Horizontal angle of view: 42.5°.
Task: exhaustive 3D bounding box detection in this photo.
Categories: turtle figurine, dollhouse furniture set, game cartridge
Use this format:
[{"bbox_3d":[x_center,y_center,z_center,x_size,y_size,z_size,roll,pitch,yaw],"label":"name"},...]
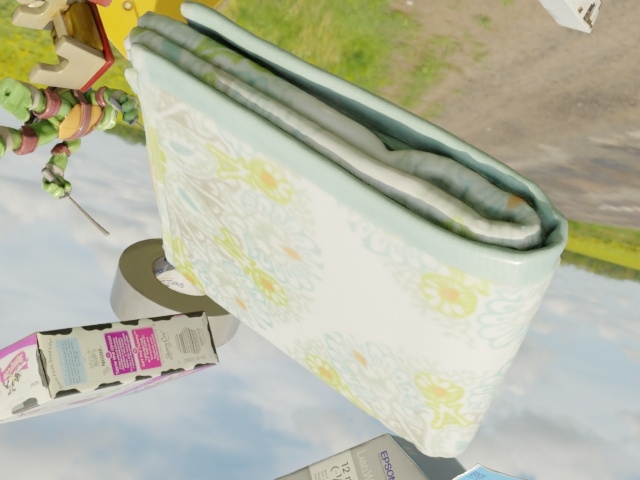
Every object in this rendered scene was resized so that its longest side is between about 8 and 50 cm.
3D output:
[{"bbox_3d":[-0.375,-0.151,1.282,0.198,0.275,0.266,-13,178,28],"label":"turtle figurine"},{"bbox_3d":[-0.277,-0.383,0.992,0.201,0.374,0.152,-34,158,32],"label":"dollhouse furniture set"},{"bbox_3d":[-0.362,-0.568,1.817,0.285,0.324,0.053,49,-175,2],"label":"game cartridge"}]

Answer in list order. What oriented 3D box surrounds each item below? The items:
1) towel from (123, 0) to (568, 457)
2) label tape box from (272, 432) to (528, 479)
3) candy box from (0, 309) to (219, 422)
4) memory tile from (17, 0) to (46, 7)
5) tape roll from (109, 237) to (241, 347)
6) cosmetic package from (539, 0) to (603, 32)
[{"bbox_3d":[0.000,0.000,0.700,0.374,0.090,0.320,34,150,20],"label":"towel"},{"bbox_3d":[0.122,0.387,1.310,0.348,0.115,0.249,-29,150,19],"label":"label tape box"},{"bbox_3d":[-0.252,0.140,0.915,0.159,0.071,0.233,-24,168,34],"label":"candy box"},{"bbox_3d":[-0.369,-0.379,1.174,0.012,0.148,0.113,55,169,31],"label":"memory tile"},{"bbox_3d":[-0.227,0.084,1.343,0.219,0.072,0.219,17,-153,-9],"label":"tape roll"},{"bbox_3d":[0.373,-0.390,1.223,0.060,0.099,0.239,24,-170,27],"label":"cosmetic package"}]
